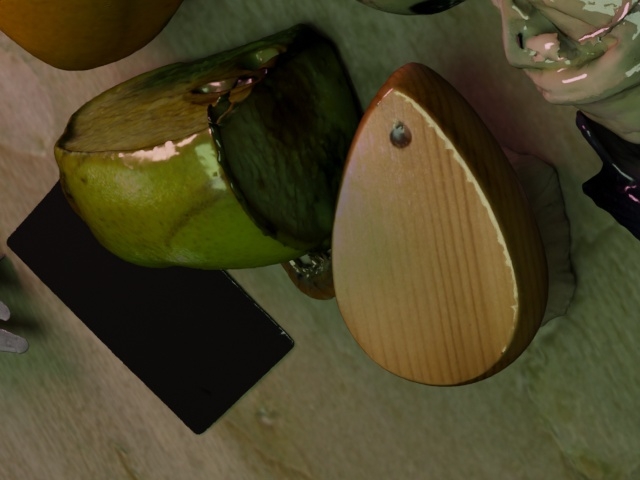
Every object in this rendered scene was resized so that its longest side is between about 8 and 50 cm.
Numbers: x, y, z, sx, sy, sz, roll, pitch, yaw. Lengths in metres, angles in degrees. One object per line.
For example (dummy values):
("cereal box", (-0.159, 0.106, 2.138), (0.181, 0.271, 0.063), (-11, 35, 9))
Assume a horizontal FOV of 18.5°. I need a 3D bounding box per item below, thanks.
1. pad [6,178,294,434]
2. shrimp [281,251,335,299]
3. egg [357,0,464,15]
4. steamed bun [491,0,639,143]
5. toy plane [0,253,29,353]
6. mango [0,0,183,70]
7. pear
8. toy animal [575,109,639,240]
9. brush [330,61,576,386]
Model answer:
("pad", (-0.161, 0.048, 1.832), (0.265, 0.009, 0.159), (45, 122, -1))
("shrimp", (0.000, 0.000, 1.728), (0.083, 0.023, 0.114), (40, 125, 8))
("egg", (0.063, -0.284, 1.491), (0.177, 0.177, 0.228), (-14, 88, 29))
("steamed bun", (0.213, -0.224, 1.385), (0.207, 0.280, 0.268), (35, 97, 19))
("toy plane", (-0.418, 0.078, 1.913), (0.267, 0.088, 0.212), (-37, 93, 32))
("mango", (-0.171, -0.337, 1.547), (0.300, 0.232, 0.446), (26, 127, 7))
("pear", (-0.115, -0.051, 1.633), (0.255, 0.238, 0.164), (-13, 112, 27))
("toy animal", (0.332, -0.028, 1.507), (0.298, 0.122, 0.185), (14, 117, 20))
("brush", (0.108, -0.025, 1.584), (0.174, 0.166, 0.267), (1, 111, 26))
